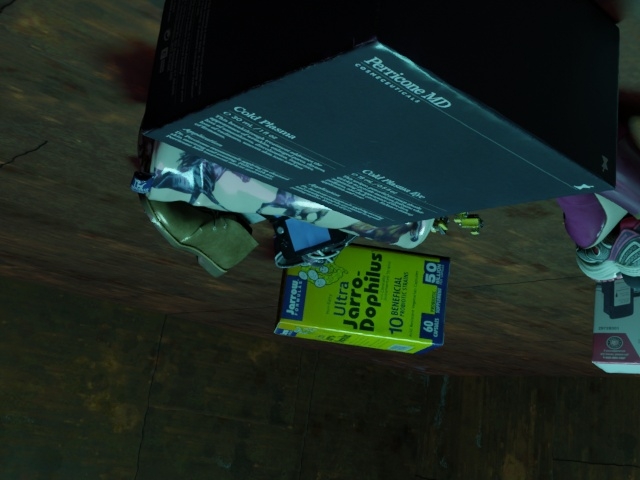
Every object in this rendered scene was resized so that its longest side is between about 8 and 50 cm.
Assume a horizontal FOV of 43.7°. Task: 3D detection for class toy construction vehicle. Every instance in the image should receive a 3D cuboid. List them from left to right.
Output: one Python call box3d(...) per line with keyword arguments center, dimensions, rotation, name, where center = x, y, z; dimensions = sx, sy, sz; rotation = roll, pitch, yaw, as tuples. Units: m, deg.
box3d(center=(0.240, -0.030, 1.435), dimensions=(0.085, 0.035, 0.098), rotation=(-1, 163, 27), name="toy construction vehicle")

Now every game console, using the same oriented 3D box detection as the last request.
box3d(center=(-0.043, -0.034, 1.411), dimensions=(0.144, 0.124, 0.085), rotation=(-18, 179, 31), name="game console")

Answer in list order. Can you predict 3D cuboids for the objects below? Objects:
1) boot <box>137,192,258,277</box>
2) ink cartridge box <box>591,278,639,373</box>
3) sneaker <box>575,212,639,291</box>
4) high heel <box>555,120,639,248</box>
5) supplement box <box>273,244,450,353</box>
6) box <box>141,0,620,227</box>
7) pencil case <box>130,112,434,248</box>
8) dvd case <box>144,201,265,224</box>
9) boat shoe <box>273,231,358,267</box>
box3d(center=(-0.219, -0.038, 1.453), dimensions=(0.115, 0.112, 0.305), rotation=(-29, 149, 11), name="boot")
box3d(center=(0.587, 0.113, 1.422), dimensions=(0.171, 0.237, 0.100), rotation=(-4, 159, 36), name="ink cartridge box")
box3d(center=(0.486, -0.004, 1.274), dimensions=(0.120, 0.112, 0.299), rotation=(-31, -176, -2), name="sneaker")
box3d(center=(0.356, -0.096, 1.101), dimensions=(0.181, 0.127, 0.377), rotation=(40, 176, 9), name="high heel")
box3d(center=(0.088, 0.128, 1.781), dimensions=(0.356, 0.194, 0.195), rotation=(8, 165, -5), name="supplement box")
box3d(center=(0.065, -0.156, 0.772), dimensions=(0.343, 0.179, 0.312), rotation=(20, 161, -40), name="box")
box3d(center=(-0.038, -0.100, 1.066), dimensions=(0.410, 0.160, 0.183), rotation=(11, 179, -12), name="pencil case")
box3d(center=(-0.211, -0.063, 1.533), dimensions=(0.179, 0.030, 0.238), rotation=(17, 162, -31), name="dvd case")
box3d(center=(0.000, 0.000, 1.526), dimensions=(0.108, 0.102, 0.301), rotation=(17, 162, -34), name="boat shoe")
